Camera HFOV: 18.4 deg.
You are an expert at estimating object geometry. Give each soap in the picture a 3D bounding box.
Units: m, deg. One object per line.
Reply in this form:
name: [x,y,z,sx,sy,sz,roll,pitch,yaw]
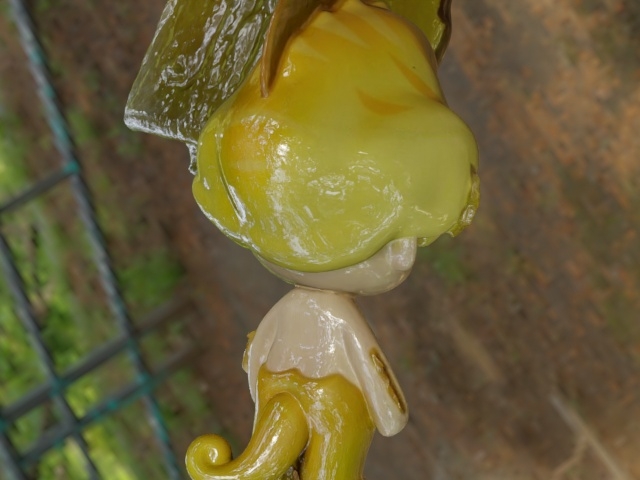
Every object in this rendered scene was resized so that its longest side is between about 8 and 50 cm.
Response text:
soap: [-0.023,-0.167,1.684,0.143,0.259,0.281,30,172,-28]

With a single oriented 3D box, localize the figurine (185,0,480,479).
figurine: [0.000,0.000,0.942,0.156,0.131,0.246,5,94,33]
